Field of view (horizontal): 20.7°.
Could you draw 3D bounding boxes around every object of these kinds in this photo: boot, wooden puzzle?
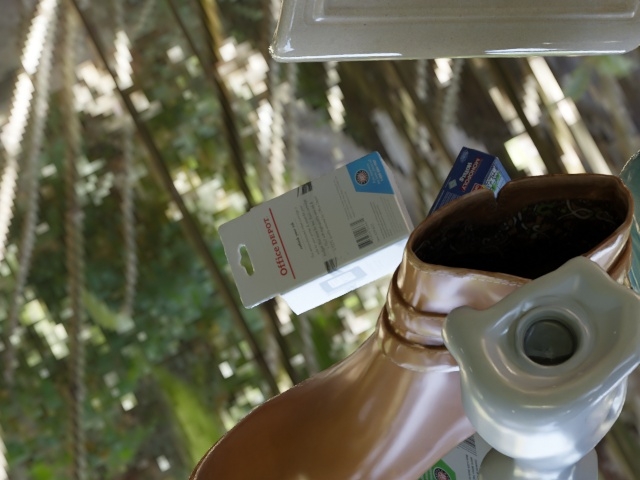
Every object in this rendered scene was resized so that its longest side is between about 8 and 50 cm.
[{"bbox_3d":[0.050,0.072,0.981,0.283,0.109,0.220,-18,154,-10],"label":"boot"},{"bbox_3d":[0.093,-0.193,0.867,0.221,0.044,0.239,-4,130,-24],"label":"wooden puzzle"}]

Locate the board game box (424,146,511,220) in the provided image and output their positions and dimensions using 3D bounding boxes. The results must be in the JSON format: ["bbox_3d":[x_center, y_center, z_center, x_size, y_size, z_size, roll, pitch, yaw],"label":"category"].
[{"bbox_3d":[0.203,0.013,2.182,0.194,0.060,0.194,34,82,-46],"label":"board game box"}]

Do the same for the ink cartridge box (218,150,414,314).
[{"bbox_3d":[0.000,0.000,1.743,0.180,0.104,0.060,-24,153,8],"label":"ink cartridge box"}]

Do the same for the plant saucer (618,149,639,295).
[{"bbox_3d":[0.313,0.077,1.478,0.043,0.318,0.317,-22,176,3],"label":"plant saucer"}]

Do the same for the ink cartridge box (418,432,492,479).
[{"bbox_3d":[0.137,0.244,1.564,0.087,0.208,0.153,-50,-159,26],"label":"ink cartridge box"}]

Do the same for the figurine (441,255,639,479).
[{"bbox_3d":[0.153,0.132,0.850,0.092,0.215,0.209,-41,153,-19],"label":"figurine"}]
